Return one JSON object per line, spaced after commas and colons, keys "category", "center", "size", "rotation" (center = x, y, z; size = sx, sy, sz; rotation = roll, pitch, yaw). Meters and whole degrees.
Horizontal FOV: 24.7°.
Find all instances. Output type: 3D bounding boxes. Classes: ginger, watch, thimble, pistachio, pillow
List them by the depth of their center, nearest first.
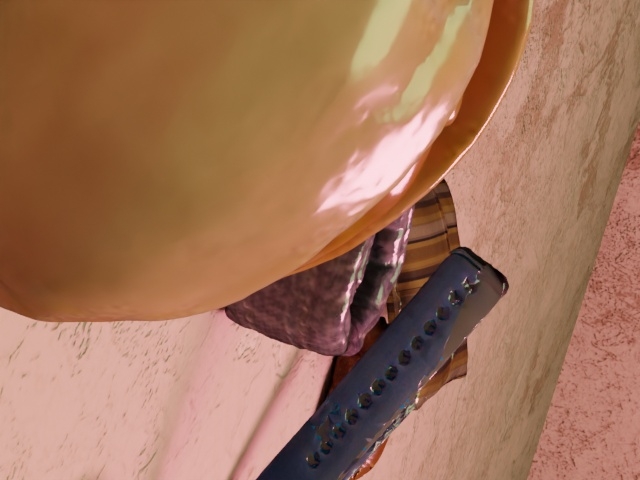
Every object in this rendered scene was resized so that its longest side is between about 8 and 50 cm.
{"category": "pistachio", "center": [-0.034, -0.106, 0.594], "size": [0.309, 0.230, 0.230], "rotation": [-58, 167, 17]}
{"category": "thimble", "center": [0.000, 0.002, 1.013], "size": [0.150, 0.097, 0.150], "rotation": [19, 90, -74]}
{"category": "watch", "center": [0.008, 0.155, 1.053], "size": [0.274, 0.068, 0.276], "rotation": [-43, 170, -22]}
{"category": "pillow", "center": [0.098, 0.037, 1.352], "size": [0.208, 0.052, 0.212], "rotation": [-12, 94, -70]}
{"category": "ginger", "center": [0.049, 0.145, 1.362], "size": [0.103, 0.073, 0.162], "rotation": [-11, 118, -72]}
